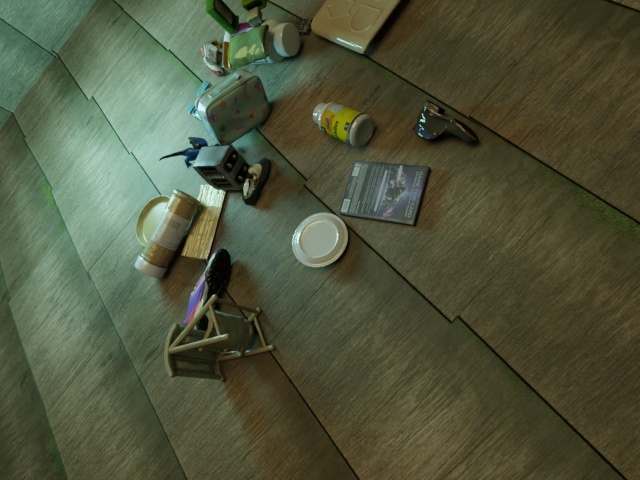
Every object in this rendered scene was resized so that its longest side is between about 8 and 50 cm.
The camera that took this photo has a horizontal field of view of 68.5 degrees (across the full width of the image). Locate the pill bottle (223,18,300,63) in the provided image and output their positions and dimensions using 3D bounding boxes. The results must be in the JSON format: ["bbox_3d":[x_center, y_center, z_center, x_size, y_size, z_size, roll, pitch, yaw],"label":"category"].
[{"bbox_3d":[-0.240,-0.822,1.951,0.301,0.169,0.169,10,78,32],"label":"pill bottle"}]

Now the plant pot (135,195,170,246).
[{"bbox_3d":[-0.706,-0.080,2.040,0.236,0.032,0.237,-10,69,27],"label":"plant pot"}]

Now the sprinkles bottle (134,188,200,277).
[{"bbox_3d":[-0.616,-0.027,1.902,0.121,0.121,0.356,29,92,34],"label":"sprinkles bottle"}]

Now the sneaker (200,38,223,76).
[{"bbox_3d":[-0.484,-0.841,2.151,0.092,0.088,0.225,-31,60,16],"label":"sneaker"}]

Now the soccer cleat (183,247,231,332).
[{"bbox_3d":[-0.425,0.178,1.741,0.116,0.108,0.319,8,79,36],"label":"soccer cleat"}]

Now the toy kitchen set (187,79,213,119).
[{"bbox_3d":[-0.490,-0.602,2.046,0.207,0.122,0.166,34,91,34],"label":"toy kitchen set"}]

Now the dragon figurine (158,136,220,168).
[{"bbox_3d":[-0.506,-0.366,1.925,0.144,0.289,0.085,131,138,-54],"label":"dragon figurine"}]

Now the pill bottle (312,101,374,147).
[{"bbox_3d":[0.075,-0.414,1.651,0.215,0.117,0.117,33,91,35],"label":"pill bottle"}]

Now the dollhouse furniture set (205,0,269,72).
[{"bbox_3d":[-0.318,-0.827,1.803,0.197,0.151,0.302,-14,66,26],"label":"dollhouse furniture set"}]

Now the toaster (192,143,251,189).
[{"bbox_3d":[-0.387,-0.288,1.837,0.185,0.168,0.110,5,61,31],"label":"toaster"}]

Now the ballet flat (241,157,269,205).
[{"bbox_3d":[-0.254,-0.235,1.808,0.074,0.074,0.203,14,80,33],"label":"ballet flat"}]

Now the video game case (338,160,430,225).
[{"bbox_3d":[0.205,-0.160,1.540,0.274,0.026,0.196,11,79,32],"label":"video game case"}]

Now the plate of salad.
[{"bbox_3d":[0.000,0.000,1.589,0.199,0.048,0.200,-8,65,17],"label":"plate of salad"}]

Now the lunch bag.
[{"bbox_3d":[-0.338,-0.527,1.839,0.279,0.224,0.108,-41,52,-17],"label":"lunch bag"}]

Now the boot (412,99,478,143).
[{"bbox_3d":[0.390,-0.342,1.483,0.219,0.082,0.106,48,121,29],"label":"boot"}]

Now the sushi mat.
[{"bbox_3d":[-0.472,-0.077,1.910,0.151,0.019,0.317,4,75,31],"label":"sushi mat"}]

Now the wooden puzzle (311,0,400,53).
[{"bbox_3d":[0.165,-0.903,1.805,0.322,0.080,0.348,39,99,35],"label":"wooden puzzle"}]

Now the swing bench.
[{"bbox_3d":[-0.337,0.330,1.542,0.254,0.253,0.165,-34,59,15],"label":"swing bench"}]

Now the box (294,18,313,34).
[{"bbox_3d":[-0.073,-0.896,1.971,0.083,0.018,0.067,15,81,33],"label":"box"}]
